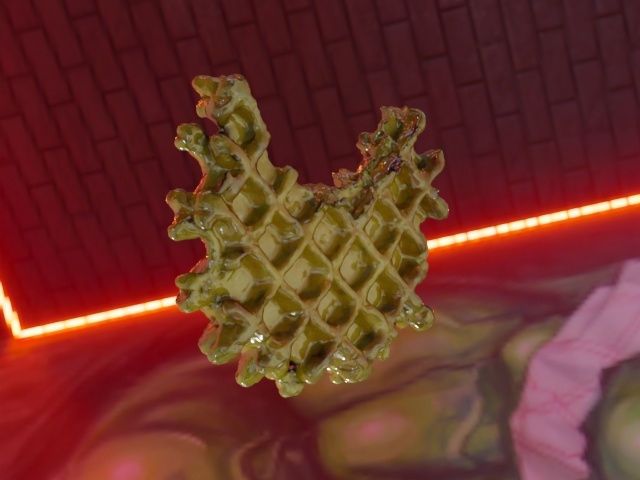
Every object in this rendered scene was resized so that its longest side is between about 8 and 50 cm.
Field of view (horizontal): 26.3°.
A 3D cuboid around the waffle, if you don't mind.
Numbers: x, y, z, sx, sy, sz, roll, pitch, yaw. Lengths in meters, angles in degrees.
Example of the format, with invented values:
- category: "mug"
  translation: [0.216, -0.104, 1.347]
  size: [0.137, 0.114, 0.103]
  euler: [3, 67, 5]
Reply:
- category: "waffle"
  translation: [0.000, 0.000, 1.134]
  size: [0.293, 0.069, 0.260]
  euler: [0, -88, -42]
